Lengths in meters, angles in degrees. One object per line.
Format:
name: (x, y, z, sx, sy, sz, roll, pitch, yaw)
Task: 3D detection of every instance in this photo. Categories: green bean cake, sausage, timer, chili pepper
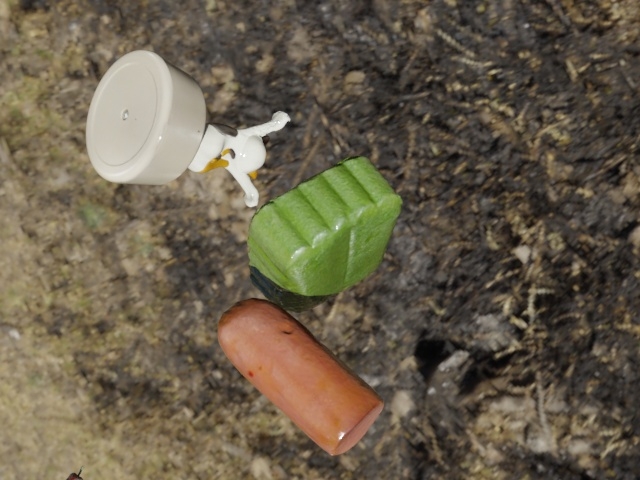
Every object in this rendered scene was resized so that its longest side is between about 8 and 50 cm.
green bean cake: (0.000, 0.000, 1.520, 0.125, 0.222, 0.248, 49, 157, 22)
sausage: (-0.036, 0.177, 1.359, 0.259, 0.113, 0.114, 40, 130, 24)
timer: (-0.164, -0.138, 1.352, 0.175, 0.266, 0.175, -12, 72, 40)
chili pepper: (-0.534, 0.534, 2.057, 0.041, 0.153, 0.050, -3, 120, 23)
